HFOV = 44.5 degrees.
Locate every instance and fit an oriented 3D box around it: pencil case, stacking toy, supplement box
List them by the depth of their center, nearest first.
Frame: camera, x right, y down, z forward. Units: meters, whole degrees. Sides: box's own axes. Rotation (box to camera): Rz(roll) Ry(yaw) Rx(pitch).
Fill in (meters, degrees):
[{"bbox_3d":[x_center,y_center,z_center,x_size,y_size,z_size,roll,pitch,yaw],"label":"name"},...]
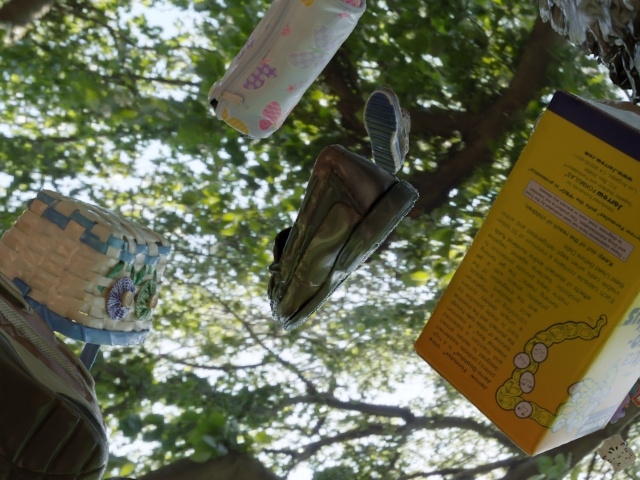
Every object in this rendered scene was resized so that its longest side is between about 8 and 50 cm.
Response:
[{"bbox_3d":[0.303,0.038,0.904,0.195,0.194,0.357,42,-63,36],"label":"supplement box"},{"bbox_3d":[-0.054,-0.273,1.123,0.273,0.124,0.114,-46,-129,33],"label":"pencil case"},{"bbox_3d":[0.466,0.215,1.155,0.221,0.052,0.167,-42,-155,11],"label":"stacking toy"}]

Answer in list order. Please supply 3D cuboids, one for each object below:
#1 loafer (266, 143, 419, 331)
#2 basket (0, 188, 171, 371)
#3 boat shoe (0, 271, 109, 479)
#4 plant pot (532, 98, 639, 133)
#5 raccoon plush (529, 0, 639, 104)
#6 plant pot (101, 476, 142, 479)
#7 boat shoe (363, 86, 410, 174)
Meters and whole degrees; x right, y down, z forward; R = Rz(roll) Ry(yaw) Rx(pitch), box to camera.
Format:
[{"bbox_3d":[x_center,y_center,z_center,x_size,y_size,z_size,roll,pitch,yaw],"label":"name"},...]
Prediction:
[{"bbox_3d":[0.000,0.000,0.712,0.084,0.096,0.267,43,-32,2],"label":"loafer"},{"bbox_3d":[-0.343,0.093,1.036,0.201,0.255,0.289,32,-86,15],"label":"basket"},{"bbox_3d":[-0.282,0.063,0.580,0.122,0.120,0.324,-34,-71,2],"label":"boat shoe"},{"bbox_3d":[0.430,-0.121,1.129,0.109,0.237,0.237,-40,-115,43],"label":"plant pot"},{"bbox_3d":[0.315,-0.202,0.521,0.299,0.216,0.447,-20,-83,-5],"label":"raccoon plush"},{"bbox_3d":[-0.281,0.447,1.047,0.215,0.215,0.230,-37,-148,27],"label":"plant pot"},{"bbox_3d":[0.120,-0.200,1.357,0.066,0.183,0.066,26,-121,24],"label":"boat shoe"}]
